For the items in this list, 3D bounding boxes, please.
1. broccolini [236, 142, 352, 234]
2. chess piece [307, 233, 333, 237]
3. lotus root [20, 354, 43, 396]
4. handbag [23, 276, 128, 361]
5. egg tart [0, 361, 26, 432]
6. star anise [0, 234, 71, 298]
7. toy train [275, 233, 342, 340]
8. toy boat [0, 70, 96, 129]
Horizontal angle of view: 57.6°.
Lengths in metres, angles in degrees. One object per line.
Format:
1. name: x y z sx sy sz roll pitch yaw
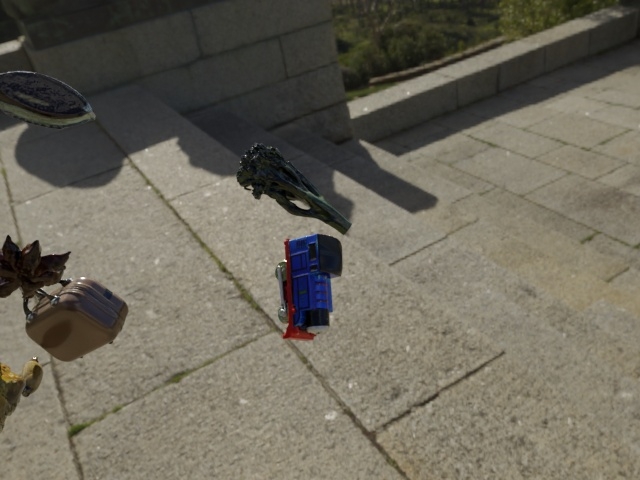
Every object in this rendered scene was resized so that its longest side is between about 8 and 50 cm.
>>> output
1. broccolini: -0.037 -0.081 0.897 0.202 0.068 0.091 28 63 9
2. chess piece: 0.000 0.000 1.799 0.083 0.038 0.083 6 5 0
3. lotus root: -0.892 0.418 1.800 0.063 0.072 0.152 7 40 -20
4. handbag: -0.785 0.228 1.815 0.301 0.283 0.149 -26 33 30
5. egg tart: -0.818 0.342 1.445 0.132 0.297 0.297 -25 34 -31
6. star anise: -0.661 0.069 1.293 0.196 0.212 0.111 -1 69 -8
7. toy train: -0.023 0.094 1.177 0.131 0.082 0.204 -14 72 33
8. toy boat: -0.677 -0.329 1.398 0.261 0.114 0.115 16 -19 -25
